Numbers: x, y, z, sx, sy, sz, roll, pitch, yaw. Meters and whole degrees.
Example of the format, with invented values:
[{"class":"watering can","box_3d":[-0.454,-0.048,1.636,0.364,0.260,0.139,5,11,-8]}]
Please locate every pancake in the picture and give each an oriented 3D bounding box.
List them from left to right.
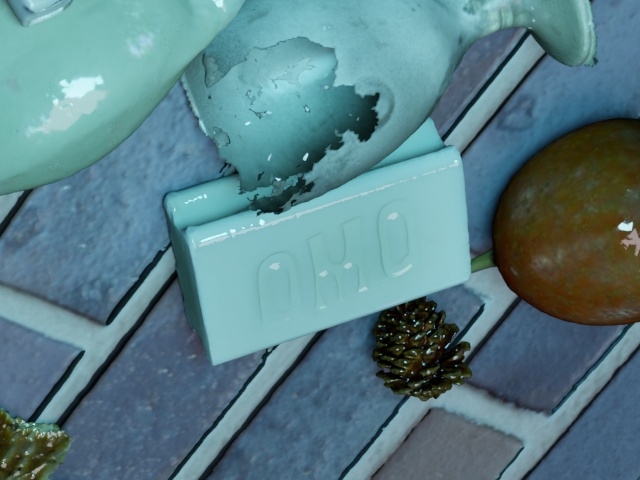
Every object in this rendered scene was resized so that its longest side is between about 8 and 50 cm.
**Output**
[{"class":"pancake","box_3d":[-0.342,0.267,1.872,0.257,0.056,0.212,-44,130,9]}]

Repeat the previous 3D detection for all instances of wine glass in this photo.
[{"class":"wine glass","box_3d":[0.050,-0.161,1.672,0.357,0.190,0.190,-25,130,-13]}]

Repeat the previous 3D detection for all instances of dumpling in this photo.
[{"class":"dumpling","box_3d":[-0.240,-0.156,1.538,0.320,0.270,0.212,-41,159,-25]}]

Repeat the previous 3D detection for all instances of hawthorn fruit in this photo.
[{"class":"hawthorn fruit","box_3d":[0.254,-0.005,1.890,0.251,0.199,0.199,-19,134,20]}]

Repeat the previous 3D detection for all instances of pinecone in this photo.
[{"class":"pinecone","box_3d":[0.097,0.109,1.941,0.102,0.102,0.109,-33,127,-1]}]

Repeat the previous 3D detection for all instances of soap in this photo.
[{"class":"soap","box_3d":[0.000,0.000,1.821,0.265,0.087,0.160,-18,129,-13]}]

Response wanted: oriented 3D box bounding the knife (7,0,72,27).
[{"class":"knife","box_3d":[-0.251,-0.283,1.423,0.073,0.265,0.040,-26,177,-24]}]
